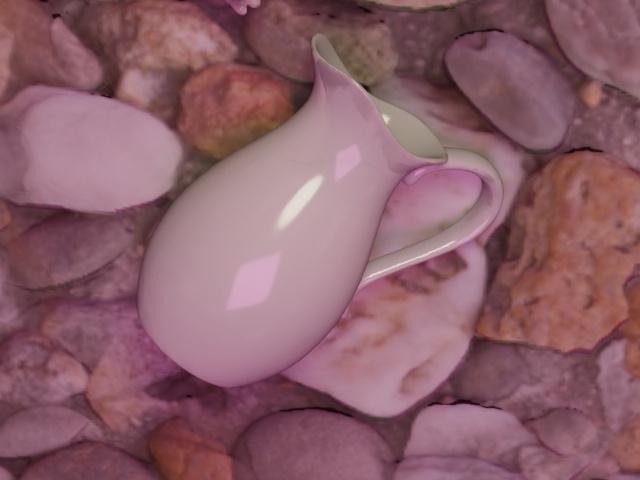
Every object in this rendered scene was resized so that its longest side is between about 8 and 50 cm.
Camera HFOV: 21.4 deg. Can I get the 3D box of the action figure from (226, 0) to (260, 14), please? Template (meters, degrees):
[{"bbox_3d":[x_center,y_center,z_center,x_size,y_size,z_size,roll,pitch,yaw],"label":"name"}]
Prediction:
[{"bbox_3d":[-0.203,-0.214,0.944,0.370,0.248,0.275,-39,67,11],"label":"action figure"}]

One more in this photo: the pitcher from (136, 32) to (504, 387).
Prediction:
[{"bbox_3d":[0.000,0.000,1.053,0.178,0.125,0.207,31,108,-29],"label":"pitcher"}]
